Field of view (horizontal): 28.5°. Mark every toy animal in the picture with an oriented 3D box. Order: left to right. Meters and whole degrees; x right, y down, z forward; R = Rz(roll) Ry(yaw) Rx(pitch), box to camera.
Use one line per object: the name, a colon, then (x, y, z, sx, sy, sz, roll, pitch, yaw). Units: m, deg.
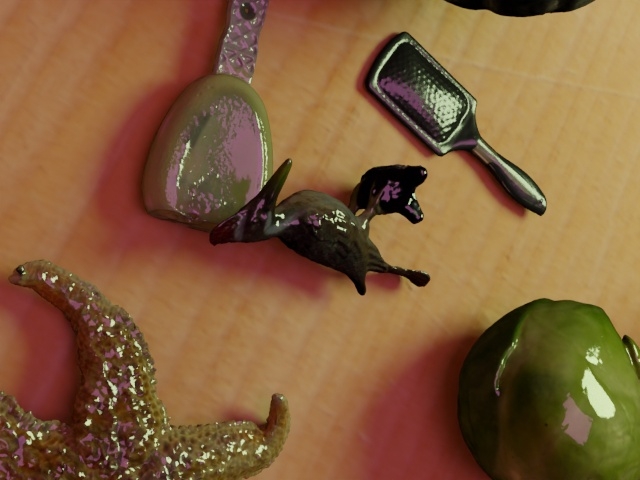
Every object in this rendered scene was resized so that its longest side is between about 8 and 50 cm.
toy animal: (0.005, -0.009, 0.914, 0.202, 0.070, 0.105, 0, 102, -41)

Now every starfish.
starfish: (-0.159, 0.173, 0.837, 0.299, 0.060, 0.302, 16, 80, -27)

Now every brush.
brush: (0.117, -0.087, 1.016, 0.193, 0.016, 0.063, 41, 71, -18)

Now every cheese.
cheese: (-0.069, -0.100, 0.912, 0.097, 0.037, 0.192, 16, 79, -26)

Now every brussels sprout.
brussels sprout: (0.184, 0.139, 0.978, 0.145, 0.131, 0.183, -37, 105, -47)

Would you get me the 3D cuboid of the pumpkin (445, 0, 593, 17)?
pumpkin: (0.144, -0.306, 0.944, 0.296, 0.296, 0.296, 2, 86, -27)
